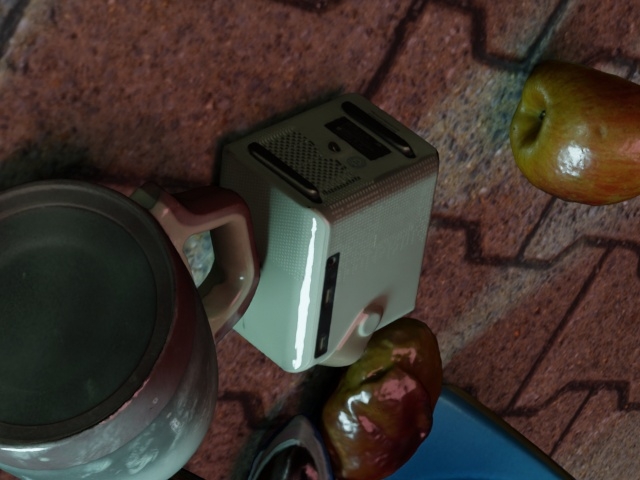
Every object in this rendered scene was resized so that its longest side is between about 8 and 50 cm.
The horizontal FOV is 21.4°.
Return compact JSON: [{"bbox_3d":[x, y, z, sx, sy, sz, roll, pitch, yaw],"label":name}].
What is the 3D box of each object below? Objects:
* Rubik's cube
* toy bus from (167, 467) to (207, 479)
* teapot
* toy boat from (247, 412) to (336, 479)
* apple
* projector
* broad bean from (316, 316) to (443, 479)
[{"bbox_3d":[0.212,0.438,2.239,0.351,0.352,0.347,-51,149,-4],"label":"Rubik's cube"},{"bbox_3d":[-0.184,0.381,1.776,0.275,0.139,0.167,-65,168,-2],"label":"toy bus"},{"bbox_3d":[-0.172,0.082,1.477,0.315,0.233,0.312,-48,158,-12],"label":"teapot"},{"bbox_3d":[-0.033,0.306,2.021,0.262,0.114,0.115,96,10,-47],"label":"toy boat"},{"bbox_3d":[0.311,-0.119,1.909,0.173,0.195,0.160,2,99,-18],"label":"apple"},{"bbox_3d":[0.000,0.000,1.664,0.177,0.163,0.242,-25,137,-36],"label":"projector"},{"bbox_3d":[0.065,0.185,1.993,0.156,0.122,0.228,-12,130,-32],"label":"broad bean"}]
